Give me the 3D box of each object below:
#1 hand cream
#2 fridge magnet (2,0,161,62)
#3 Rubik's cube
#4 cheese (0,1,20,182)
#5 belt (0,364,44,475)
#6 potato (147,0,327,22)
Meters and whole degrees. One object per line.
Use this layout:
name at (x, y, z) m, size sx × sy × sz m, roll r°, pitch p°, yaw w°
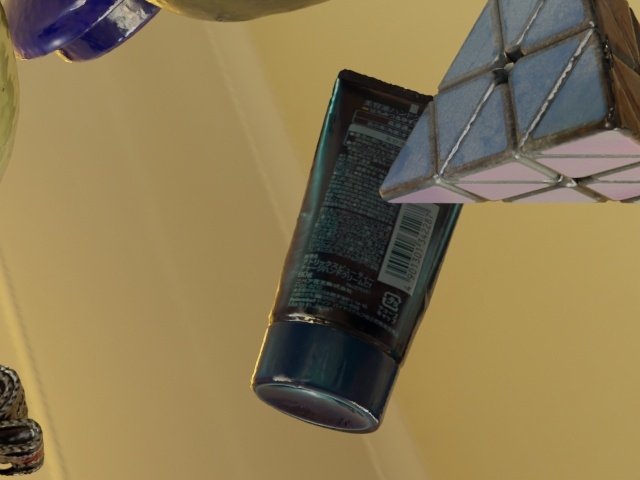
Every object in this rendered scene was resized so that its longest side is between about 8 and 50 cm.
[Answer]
hand cream at (0.034, -0.004, 0.817) m, size 0.120 × 0.061 × 0.270 m, roll 17°, pitch -121°, yaw 4°
fridge magnet at (-0.226, -0.286, 1.246) m, size 0.113 × 0.265 × 0.265 m, roll 45°, pitch -151°, yaw -33°
Rubik's cube at (0.099, -0.059, 0.667) m, size 0.211 × 0.178 × 0.190 m, roll 60°, pitch -156°, yaw -4°
cheese at (-0.183, -0.087, 0.375) m, size 0.214 × 0.226 × 0.117 m, roll 36°, pitch -121°, yaw 25°
belt at (-0.453, 0.202, 1.173) m, size 0.360 × 0.094 × 0.126 m, roll -4°, pitch -119°, yaw -14°
potato at (-0.038, -0.257, 0.948) m, size 0.165 × 0.262 × 0.165 m, roll -25°, pitch -90°, yaw -82°
